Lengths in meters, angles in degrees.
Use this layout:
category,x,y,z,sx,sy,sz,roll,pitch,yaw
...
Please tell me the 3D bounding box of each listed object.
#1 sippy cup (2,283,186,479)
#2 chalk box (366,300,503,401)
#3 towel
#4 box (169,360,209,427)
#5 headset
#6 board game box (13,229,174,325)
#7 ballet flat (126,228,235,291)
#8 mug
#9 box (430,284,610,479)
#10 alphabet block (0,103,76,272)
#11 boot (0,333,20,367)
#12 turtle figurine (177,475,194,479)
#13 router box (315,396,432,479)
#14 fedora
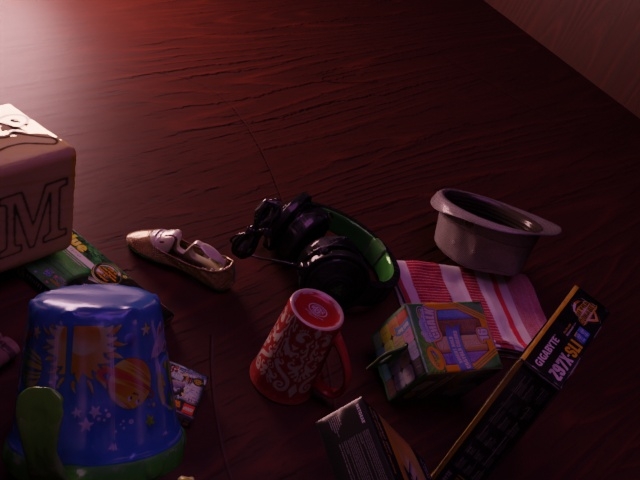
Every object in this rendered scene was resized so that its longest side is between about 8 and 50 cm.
category,x,y,z,sx,sy,sz,roll,pitch,yaw
sippy cup,-0.293,0.178,1.273,0.240,0.224,0.305,-3,11,-25
chalk box,0.177,0.190,1.670,0.213,0.132,0.132,2,60,-31
towel,0.306,0.132,1.928,0.328,0.037,0.237,7,39,-23
box,-0.247,0.221,1.488,0.137,0.027,0.094,22,37,-5
headset,0.000,0.000,1.779,0.394,0.185,0.243,1,41,-47
board game box,-0.377,0.076,1.590,0.259,0.030,0.136,38,40,16
ballet flat,-0.239,0.017,1.712,0.206,0.067,0.073,23,36,-3
mug,-0.018,0.170,1.569,0.150,0.169,0.113,12,37,-17
box,0.310,0.249,1.541,0.079,0.322,0.257,38,38,14
alphabet block,-0.520,-0.078,1.526,0.192,0.194,0.197,34,37,29
boot,-0.471,0.173,1.403,0.118,0.042,0.087,43,37,22
turtle figurine,-0.232,0.373,1.258,0.217,0.087,0.270,25,36,-2
router box,0.119,0.399,1.330,0.243,0.081,0.309,51,13,-47
fedora,0.346,-0.007,2.021,0.275,0.124,0.243,21,18,17
